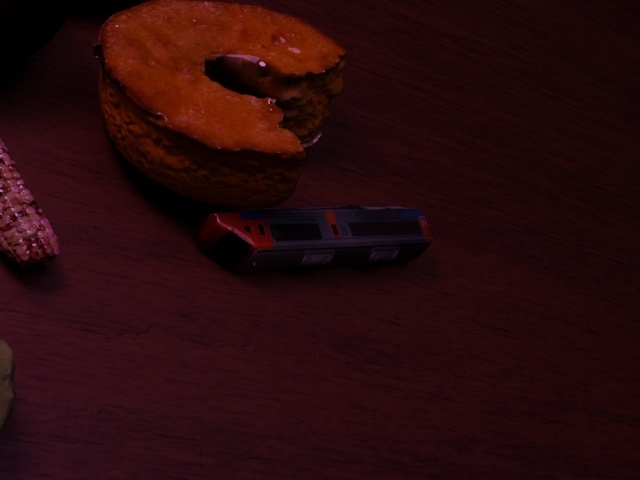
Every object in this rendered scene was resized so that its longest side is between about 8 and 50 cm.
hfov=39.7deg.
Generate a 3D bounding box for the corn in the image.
[{"bbox_3d":[-0.446,-0.077,1.184,0.092,0.092,0.280,-26,78,-43],"label":"corn"}]

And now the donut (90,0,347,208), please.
[{"bbox_3d":[-0.165,-0.228,1.405,0.378,0.163,0.435,27,39,3],"label":"donut"}]

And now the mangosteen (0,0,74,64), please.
[{"bbox_3d":[-0.479,-0.397,1.236,0.297,0.313,0.296,27,36,-21],"label":"mangosteen"}]

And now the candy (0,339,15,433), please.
[{"bbox_3d":[-0.505,0.153,0.947,0.344,0.132,0.142,12,94,-24],"label":"candy"}]

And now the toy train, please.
[{"bbox_3d":[0.000,0.000,1.422,0.410,0.086,0.089,-3,62,-36],"label":"toy train"}]
